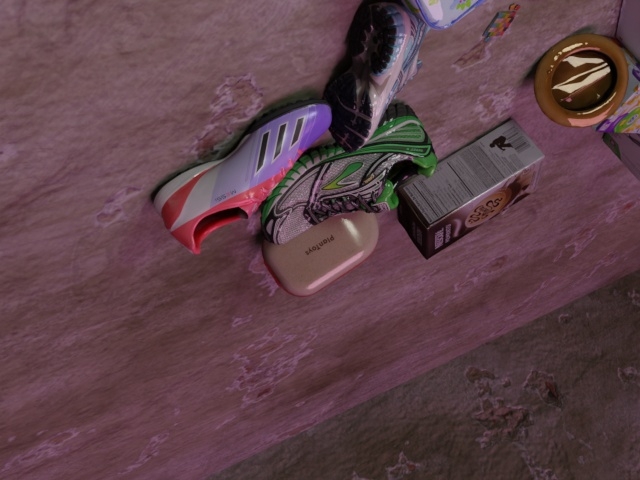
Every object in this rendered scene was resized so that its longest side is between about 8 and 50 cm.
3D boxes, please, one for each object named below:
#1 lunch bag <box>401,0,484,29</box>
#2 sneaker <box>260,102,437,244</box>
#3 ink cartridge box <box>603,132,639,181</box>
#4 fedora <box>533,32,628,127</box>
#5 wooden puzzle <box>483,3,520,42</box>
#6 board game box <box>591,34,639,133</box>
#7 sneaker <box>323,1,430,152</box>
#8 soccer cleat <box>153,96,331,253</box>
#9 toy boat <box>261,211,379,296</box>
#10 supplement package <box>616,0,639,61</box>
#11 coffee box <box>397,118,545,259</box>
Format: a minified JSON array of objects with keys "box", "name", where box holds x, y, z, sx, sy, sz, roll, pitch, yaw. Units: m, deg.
[{"box":[0.188,-0.398,1.222,0.219,0.090,0.176,-38,131,3],"name":"lunch bag"},{"box":[0.047,-0.096,1.602,0.343,0.146,0.134,-34,157,0],"name":"sneaker"},{"box":[0.788,-0.267,2.233,0.092,0.160,0.219,-31,155,-9],"name":"ink cartridge box"},{"box":[0.509,-0.317,1.826,0.194,0.194,0.079,-36,-167,3],"name":"fedora"},{"box":[0.311,-0.374,1.593,0.049,0.006,0.083,-14,149,-40],"name":"wooden puzzle"},{"box":[0.654,-0.326,1.966,0.275,0.142,0.144,-7,144,-47],"name":"board game box"},{"box":[0.098,-0.247,1.432,0.122,0.110,0.283,-22,154,-34],"name":"sneaker"},{"box":[-0.102,-0.101,1.431,0.318,0.116,0.109,-33,157,-3],"name":"soccer cleat"},{"box":[0.000,0.000,1.774,0.231,0.151,0.151,-32,-173,-4],"name":"toy boat"},{"box":[0.712,-0.454,1.789,0.203,0.149,0.194,-34,157,-3],"name":"supplement package"},{"box":[0.316,-0.107,1.967,0.297,0.119,0.168,-32,157,-7],"name":"coffee box"}]
